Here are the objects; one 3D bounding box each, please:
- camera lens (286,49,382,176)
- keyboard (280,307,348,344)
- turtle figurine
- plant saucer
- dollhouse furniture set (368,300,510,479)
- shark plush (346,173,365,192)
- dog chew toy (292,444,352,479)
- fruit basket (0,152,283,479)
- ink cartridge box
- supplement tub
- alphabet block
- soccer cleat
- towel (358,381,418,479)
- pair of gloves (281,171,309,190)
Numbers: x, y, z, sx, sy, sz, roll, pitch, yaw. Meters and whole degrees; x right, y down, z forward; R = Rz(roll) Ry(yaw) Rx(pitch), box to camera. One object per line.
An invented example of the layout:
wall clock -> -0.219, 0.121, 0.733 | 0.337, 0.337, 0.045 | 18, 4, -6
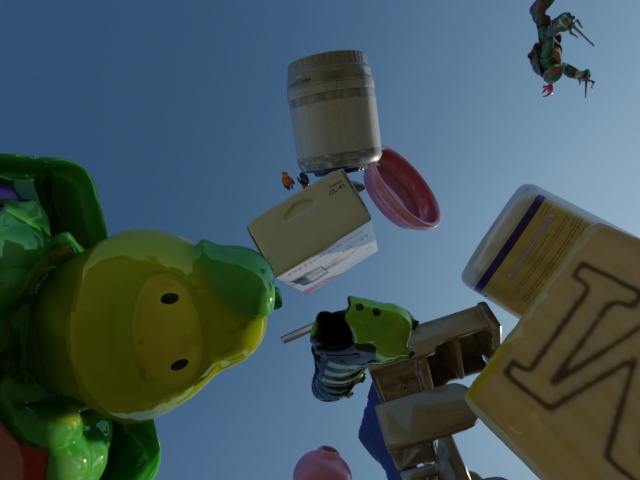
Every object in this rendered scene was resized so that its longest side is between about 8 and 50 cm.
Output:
camera lens -> 0.035, -0.308, 1.041 | 0.219, 0.219, 0.275 | -10, -78, -9
keyboard -> 0.010, 0.222, 1.124 | 0.255, 0.072, 0.014 | -21, -119, -14
turtle figurine -> 0.528, -0.428, 0.920 | 0.175, 0.118, 0.235 | 35, -130, -48
plant saucer -> 0.256, -0.160, 1.347 | 0.332, 0.332, 0.084 | 38, -54, -16
dollhouse furniture set -> 0.251, 0.338, 0.700 | 0.256, 0.394, 0.362 | -19, -51, 4
shark plush -> 0.051, -0.126, 1.120 | 0.067, 0.073, 0.161 | 40, -133, 18
dog chew toy -> -0.020, 0.613, 0.873 | 0.206, 0.206, 0.333 | 15, -99, -14
fruit basket -> -0.234, 0.095, 0.362 | 0.391, 0.283, 0.393 | 3, -82, 21
ink cartridge box -> 0.000, 0.000, 0.915 | 0.226, 0.306, 0.131 | -32, -105, 2
supplement tub -> 0.471, 0.068, 0.780 | 0.331, 0.241, 0.241 | 35, -87, 20
alphabet block -> 0.277, 0.131, 0.327 | 0.192, 0.197, 0.194 | 23, -76, -41
soccer cleat -> 0.018, 0.099, 0.375 | 0.072, 0.060, 0.179 | 23, -40, -8
towel -> 0.211, 0.497, 1.128 | 0.076, 0.227, 0.309 | -2, -65, -29
pair of gloves -> -0.074, -0.180, 1.235 | 0.083, 0.074, 0.010 | -3, -36, -16
